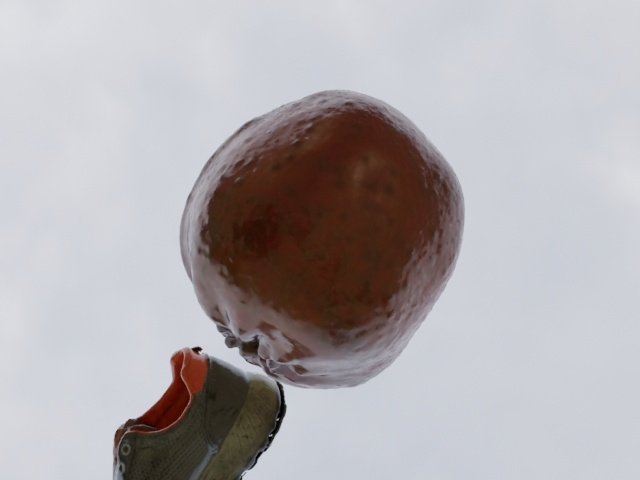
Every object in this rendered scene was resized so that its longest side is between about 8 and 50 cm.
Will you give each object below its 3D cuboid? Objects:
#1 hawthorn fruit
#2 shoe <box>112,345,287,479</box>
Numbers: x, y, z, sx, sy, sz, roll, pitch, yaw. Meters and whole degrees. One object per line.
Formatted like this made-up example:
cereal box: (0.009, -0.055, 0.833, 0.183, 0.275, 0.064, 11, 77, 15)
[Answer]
hawthorn fruit: (0.000, 0.000, 0.700, 0.128, 0.128, 0.128, 5, -116, -9)
shoe: (-0.103, 0.150, 1.047, 0.077, 0.074, 0.194, 37, -92, -20)
